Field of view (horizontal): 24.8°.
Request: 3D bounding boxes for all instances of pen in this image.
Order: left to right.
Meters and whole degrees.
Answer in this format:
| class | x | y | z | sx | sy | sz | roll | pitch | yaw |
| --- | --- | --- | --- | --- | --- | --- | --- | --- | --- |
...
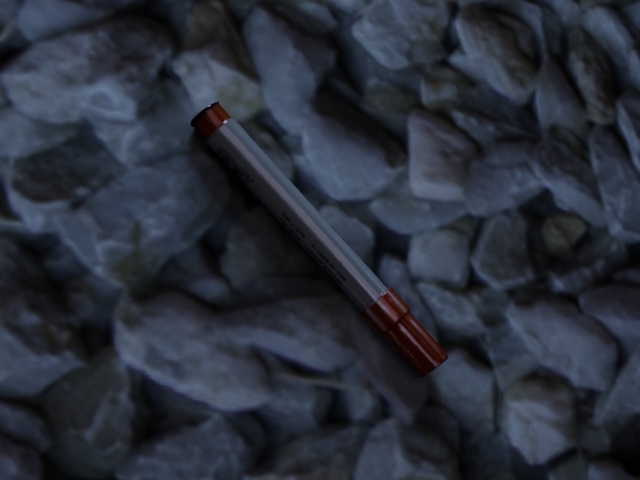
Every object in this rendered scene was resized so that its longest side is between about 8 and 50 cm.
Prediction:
| class | x | y | z | sx | sy | sz | roll | pitch | yaw |
| --- | --- | --- | --- | --- | --- | --- | --- | --- | --- |
| pen | 0.000 | 0.000 | 0.995 | 0.239 | 0.028 | 0.028 | 47 | 62 | -2 |
